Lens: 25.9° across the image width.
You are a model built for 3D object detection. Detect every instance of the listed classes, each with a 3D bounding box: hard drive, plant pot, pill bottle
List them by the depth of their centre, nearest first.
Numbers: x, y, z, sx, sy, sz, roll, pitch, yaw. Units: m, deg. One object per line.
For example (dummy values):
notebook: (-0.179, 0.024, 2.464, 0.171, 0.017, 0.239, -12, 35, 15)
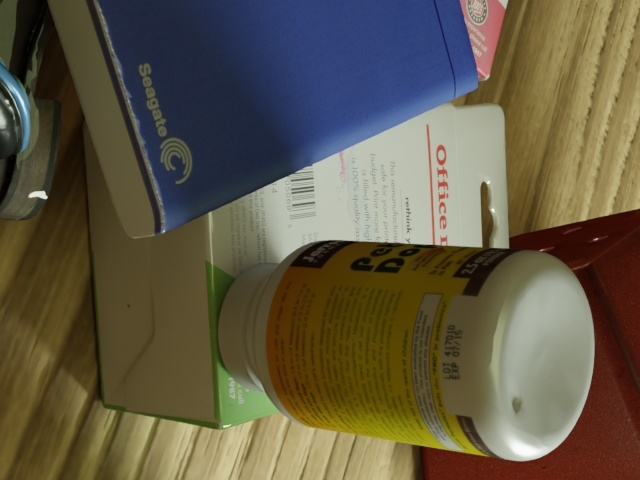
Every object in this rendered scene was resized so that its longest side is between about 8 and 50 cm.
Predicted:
pill bottle: (0.043, 0.059, 0.824, 0.117, 0.215, 0.117, -4, 95, -49)
hard drive: (-0.027, -0.153, 0.877, 0.319, 0.040, 0.210, -28, 106, -44)
plant pot: (0.235, 0.115, 1.246, 0.267, 0.267, 0.235, -29, 102, -48)

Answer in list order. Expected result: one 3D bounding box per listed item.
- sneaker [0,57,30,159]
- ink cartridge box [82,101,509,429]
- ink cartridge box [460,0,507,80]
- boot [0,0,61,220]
sneaker: (-0.207, -0.085, 0.673, 0.078, 0.067, 0.188, -50, 153, -1)
ink cartridge box: (0.000, 0.000, 1.032, 0.353, 0.119, 0.207, -9, 98, -50)
ink cartridge box: (0.073, -0.296, 1.116, 0.207, 0.117, 0.283, 32, 67, -47)
boot: (-0.252, -0.121, 0.740, 0.229, 0.091, 0.262, 1, 84, -44)
